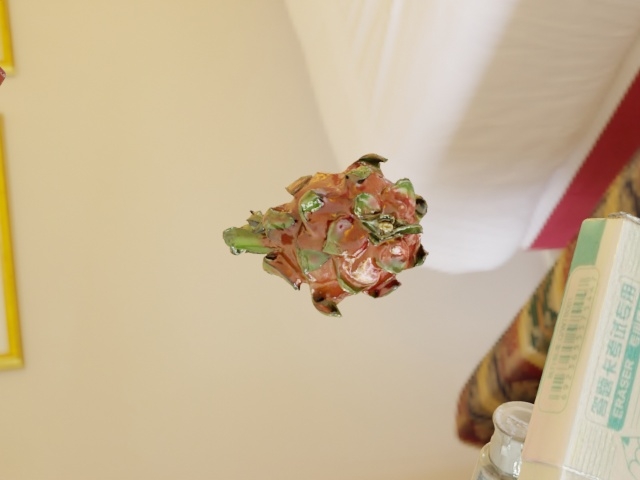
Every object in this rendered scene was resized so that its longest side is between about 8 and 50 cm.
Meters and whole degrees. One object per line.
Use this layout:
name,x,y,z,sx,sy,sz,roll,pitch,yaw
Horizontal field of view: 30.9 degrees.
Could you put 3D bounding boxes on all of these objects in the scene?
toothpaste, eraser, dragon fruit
toothpaste,0.190,0.308,1.243,0.114,0.073,0.299,24,125,26
eraser,0.215,0.101,0.860,0.052,0.095,0.225,-4,66,59
dragon fruit,0.003,0.002,1.139,0.236,0.135,0.137,-21,95,34

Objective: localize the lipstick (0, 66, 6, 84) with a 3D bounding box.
lipstick,-0.408,-0.228,1.060,0.279,0.073,0.073,47,-179,-27
